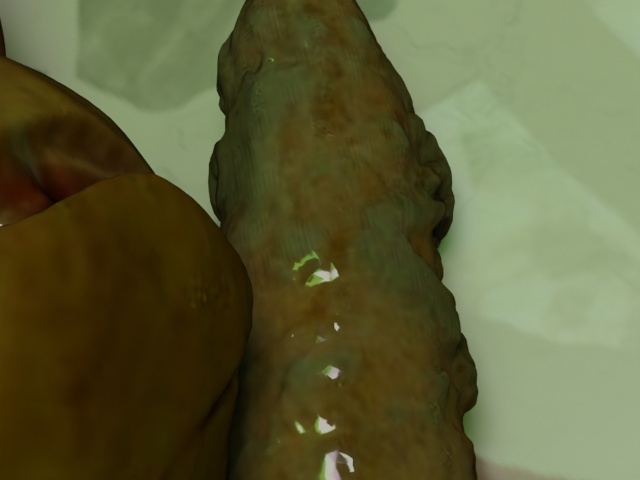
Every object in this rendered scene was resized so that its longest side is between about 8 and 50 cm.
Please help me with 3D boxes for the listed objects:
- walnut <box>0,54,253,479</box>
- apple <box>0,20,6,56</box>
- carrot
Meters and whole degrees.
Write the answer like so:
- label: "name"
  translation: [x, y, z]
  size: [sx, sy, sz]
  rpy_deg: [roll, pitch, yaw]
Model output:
- label: "walnut"
  translation: [-0.136, 0.100, 0.485]
  size: [0.209, 0.209, 0.336]
  rpy_deg: [21, 107, 17]
- label: "apple"
  translation: [-0.188, -0.057, 0.586]
  size: [0.146, 0.146, 0.131]
  rpy_deg: [-10, 94, 8]
- label: "carrot"
  translation: [0.000, 0.000, 0.556]
  size: [0.102, 0.102, 0.263]
  rpy_deg: [-9, 69, 8]
